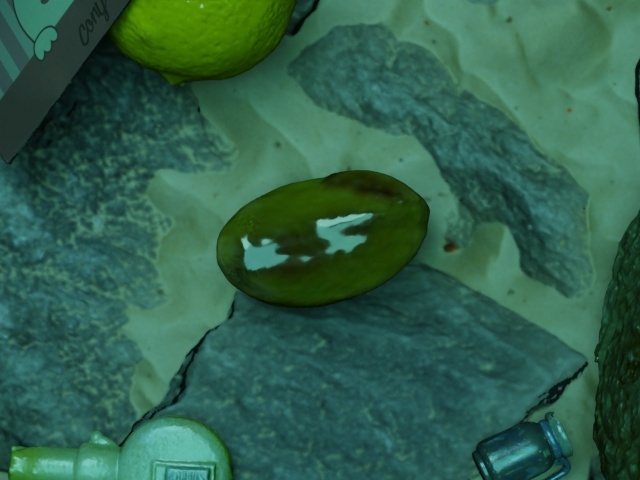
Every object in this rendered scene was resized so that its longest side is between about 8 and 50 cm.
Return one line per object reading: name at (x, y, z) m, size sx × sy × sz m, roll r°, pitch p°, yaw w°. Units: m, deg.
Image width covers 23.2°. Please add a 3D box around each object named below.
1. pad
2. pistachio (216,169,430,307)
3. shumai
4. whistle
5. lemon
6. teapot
pad at (-0.224, -0.237, 1.302) m, size 0.300 × 0.005 × 0.202 m, roll -48°, pitch 59°, yaw 24°
pistachio at (0.002, 0.002, 1.356) m, size 0.189 × 0.100 × 0.110 m, roll -18°, pitch 111°, yaw -9°
shumai at (0.382, 0.098, 1.265) m, size 0.263 × 0.304 × 0.309 m, roll 15°, pitch 90°, yaw -10°
whistle at (-0.175, 0.202, 1.366) m, size 0.198 × 0.057 × 0.104 m, roll 4°, pitch 88°, yaw -1°
lemon at (-0.102, -0.230, 1.321) m, size 0.178 × 0.178 × 0.203 m, roll 15°, pitch 93°, yaw 1°
teapot at (0.181, 0.193, 1.369) m, size 0.083 × 0.049 × 0.064 m, roll -24°, pitch 88°, yaw -1°
